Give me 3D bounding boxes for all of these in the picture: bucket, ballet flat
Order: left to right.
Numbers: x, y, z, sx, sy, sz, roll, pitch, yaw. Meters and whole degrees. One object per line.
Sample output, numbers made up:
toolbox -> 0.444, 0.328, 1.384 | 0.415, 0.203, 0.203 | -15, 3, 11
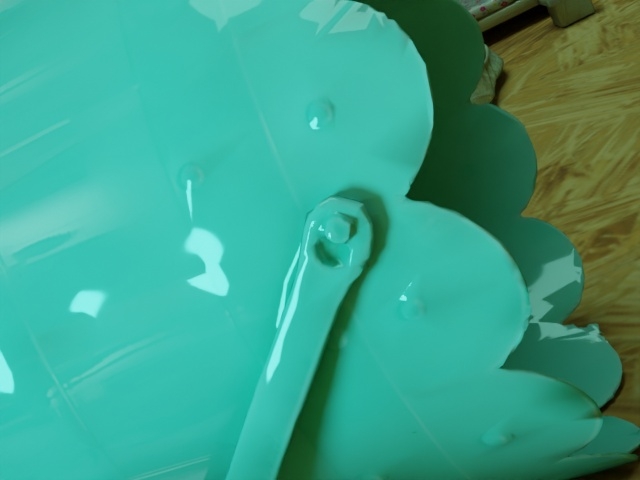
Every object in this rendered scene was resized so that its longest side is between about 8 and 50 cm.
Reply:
bucket -> -0.016, -0.008, 0.470 | 0.183, 0.281, 0.281 | -24, 16, 15
ballet flat -> 0.123, -0.146, 1.053 | 0.057, 0.052, 0.168 | -23, 16, 13

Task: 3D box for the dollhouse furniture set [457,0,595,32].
dollhouse furniture set -> 0.066, -0.260, 1.283 | 0.303, 0.174, 0.355 | -27, 16, 1
